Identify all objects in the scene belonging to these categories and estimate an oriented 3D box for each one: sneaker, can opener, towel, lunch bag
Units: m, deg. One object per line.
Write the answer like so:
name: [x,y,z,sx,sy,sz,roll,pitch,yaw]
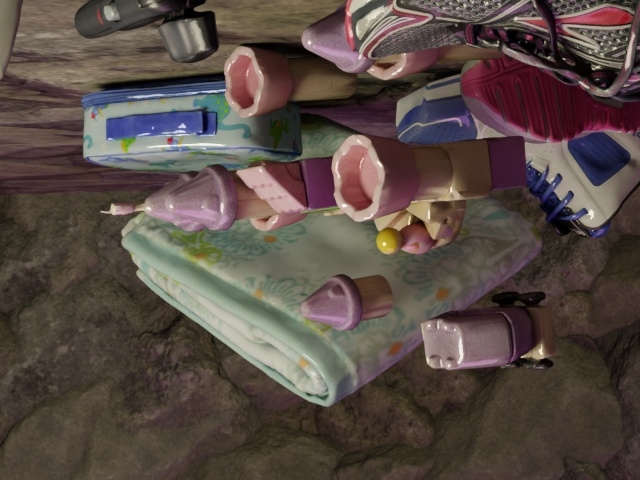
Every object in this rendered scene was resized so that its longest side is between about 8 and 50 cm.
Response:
sneaker: [0.163,-0.142,0.755,0.299,0.112,0.121,-2,178,10]
sneaker: [0.205,-0.135,1.133,0.111,0.102,0.252,-6,175,43]
sneaker: [0.250,-0.091,1.295,0.316,0.182,0.127,-2,177,-13]
can opener: [-0.131,-0.158,0.816,0.059,0.073,0.186,-10,-168,-32]
towel: [0.000,0.000,1.299,0.320,0.090,0.374,-35,-134,-27]
lunch bag: [-0.138,-0.124,1.276,0.219,0.090,0.176,-3,180,21]

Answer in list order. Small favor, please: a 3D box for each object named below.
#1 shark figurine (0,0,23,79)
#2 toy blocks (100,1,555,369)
shark figurine: [-0.185,-0.125,0.580,0.278,0.116,0.166,-8,-173,36]
toy blocks: [-0.005,-0.029,0.977,0.260,0.308,0.289,-8,-179,-34]
